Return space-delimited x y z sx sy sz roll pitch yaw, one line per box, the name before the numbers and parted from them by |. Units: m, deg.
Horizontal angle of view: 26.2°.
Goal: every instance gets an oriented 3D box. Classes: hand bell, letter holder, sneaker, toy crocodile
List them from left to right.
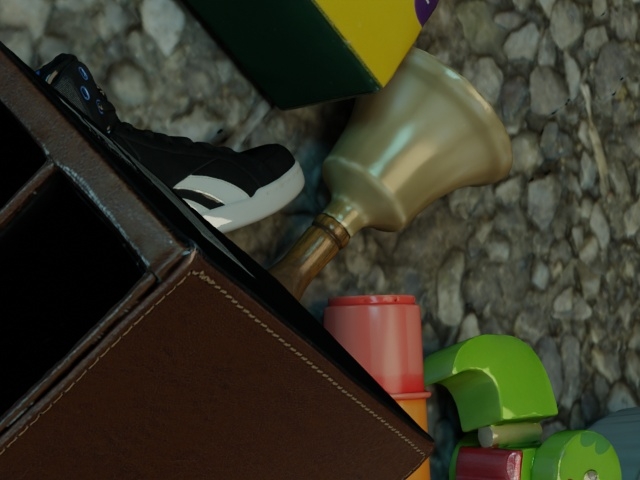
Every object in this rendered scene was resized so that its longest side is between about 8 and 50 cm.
letter holder | -0.109 0.088 0.653 0.214 0.152 0.302 -46 149 0
sneaker | -0.102 -0.053 0.771 0.217 0.079 0.121 -25 104 -41
hand bell | 0.000 0.000 0.864 0.242 0.126 0.126 -48 119 -20
toy crocodile | 0.135 0.234 0.953 0.105 0.115 0.340 -1 86 -37

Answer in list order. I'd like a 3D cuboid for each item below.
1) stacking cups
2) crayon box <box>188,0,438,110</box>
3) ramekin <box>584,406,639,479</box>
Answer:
stacking cups | 0.040 0.193 0.876 0.096 0.096 0.316 1 87 -43
crayon box | -0.003 -0.321 0.860 0.313 0.106 0.363 48 58 -28
ramekin | 0.279 0.250 1.073 0.273 0.127 0.273 3 86 -42
